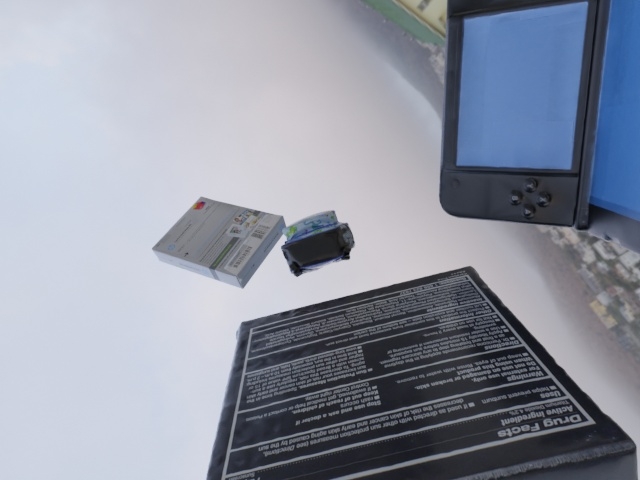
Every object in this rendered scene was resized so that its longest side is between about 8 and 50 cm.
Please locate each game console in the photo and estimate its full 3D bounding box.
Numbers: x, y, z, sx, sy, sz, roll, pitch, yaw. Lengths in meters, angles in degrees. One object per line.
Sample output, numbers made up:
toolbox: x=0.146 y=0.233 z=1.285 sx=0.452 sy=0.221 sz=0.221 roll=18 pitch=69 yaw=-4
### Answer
game console: x=0.213 y=-0.145 z=0.437 sx=0.173 sy=0.250 sz=0.293 roll=-19 pitch=-68 yaw=-54

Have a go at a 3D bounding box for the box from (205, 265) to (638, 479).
box: x=0.067 y=0.189 z=0.452 sx=0.294 sy=0.296 sz=0.182 roll=-96 pitch=-9 yaw=-72

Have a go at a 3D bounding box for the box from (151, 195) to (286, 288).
box: x=-0.174 y=-0.003 z=0.812 sx=0.186 sy=0.038 sz=0.145 roll=15 pitch=-129 yaw=24

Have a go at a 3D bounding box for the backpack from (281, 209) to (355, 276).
backpack: x=0.000 y=0.000 z=0.725 sx=0.114 sy=0.105 sz=0.084 roll=-11 pitch=-98 yaw=-75
